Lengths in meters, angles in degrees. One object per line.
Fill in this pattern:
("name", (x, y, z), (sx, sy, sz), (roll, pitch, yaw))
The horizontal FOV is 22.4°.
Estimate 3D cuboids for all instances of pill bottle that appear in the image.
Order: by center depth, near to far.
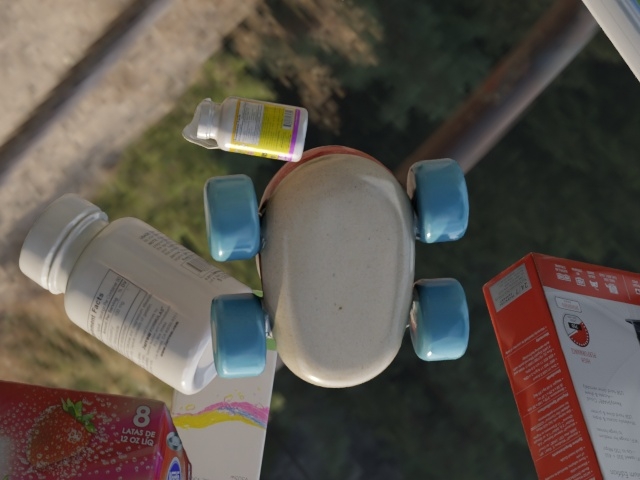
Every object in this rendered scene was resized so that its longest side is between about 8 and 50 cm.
("pill bottle", (-0.053, -0.089, 1.263), (0.083, 0.043, 0.043), (9, 135, -4))
("pill bottle", (-0.195, 0.050, 1.694), (0.131, 0.229, 0.131), (-54, 166, -20))

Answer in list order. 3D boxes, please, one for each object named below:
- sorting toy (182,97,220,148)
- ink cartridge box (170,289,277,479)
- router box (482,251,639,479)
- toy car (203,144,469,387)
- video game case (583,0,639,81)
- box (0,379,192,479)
("sorting toy", (-0.115, -0.121, 1.810), (0.075, 0.083, 0.045), (-28, 134, -53))
("ink cartridge box", (-0.128, 0.244, 1.964), (0.119, 0.353, 0.207), (8, 169, -3))
("router box", (0.355, 0.182, 1.752), (0.335, 0.301, 0.082), (10, 144, -39))
("toy car", (0.000, 0.000, 1.461), (0.219, 0.238, 0.210), (-5, 108, -9))
("video game case", (0.216, -0.149, 0.982), (0.023, 0.212, 0.193), (-34, -178, 36))
("box", (-0.211, 0.149, 0.911), (0.257, 0.122, 0.128), (6, 157, 6))
